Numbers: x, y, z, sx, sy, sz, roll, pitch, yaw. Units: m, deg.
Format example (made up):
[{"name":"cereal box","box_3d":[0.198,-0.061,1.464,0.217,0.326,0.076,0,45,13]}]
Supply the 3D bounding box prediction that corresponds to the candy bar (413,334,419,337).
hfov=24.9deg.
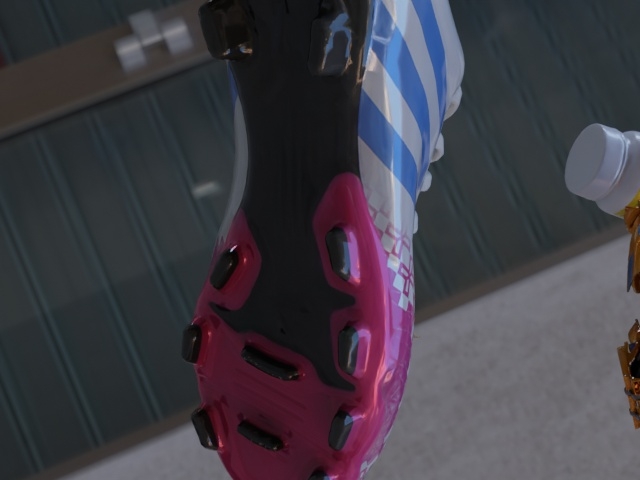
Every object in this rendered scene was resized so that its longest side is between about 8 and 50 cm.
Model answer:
[{"name":"candy bar","box_3d":[0.000,0.000,0.862,0.040,0.018,0.161,5,41,-55]}]

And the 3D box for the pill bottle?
[{"name":"pill bottle","box_3d":[0.444,-0.078,1.960,0.119,0.208,0.119,-162,-90,-71]}]

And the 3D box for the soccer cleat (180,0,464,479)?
[{"name":"soccer cleat","box_3d":[0.017,-0.029,0.675,0.116,0.143,0.331,19,-61,30]}]

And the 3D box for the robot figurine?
[{"name":"robot figurine","box_3d":[0.400,0.101,1.707,0.211,0.085,0.291,67,26,-43]}]
